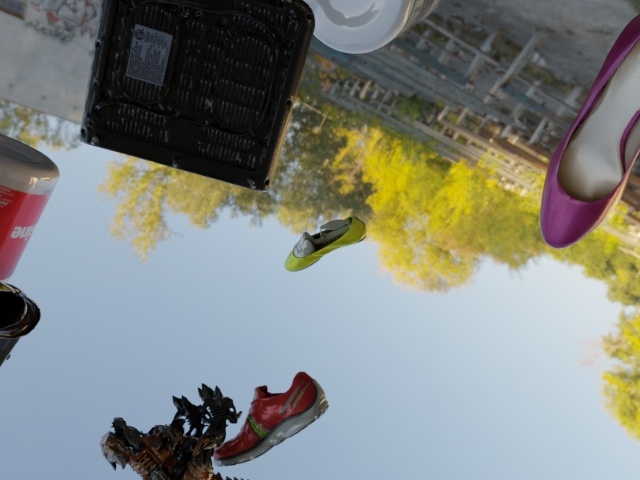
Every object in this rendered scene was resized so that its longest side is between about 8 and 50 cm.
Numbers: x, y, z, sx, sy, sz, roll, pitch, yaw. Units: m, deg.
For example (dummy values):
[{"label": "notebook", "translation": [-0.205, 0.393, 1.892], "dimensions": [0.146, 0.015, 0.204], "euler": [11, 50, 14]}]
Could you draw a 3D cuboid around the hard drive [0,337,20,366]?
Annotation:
[{"label": "hard drive", "translation": [-0.588, 0.267, 0.880], "dimensions": [0.054, 0.172, 0.255], "euler": [37, -146, -20]}]

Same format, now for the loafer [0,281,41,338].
[{"label": "loafer", "translation": [-0.455, 0.102, 0.777], "dimensions": [0.078, 0.080, 0.220], "euler": [28, 162, 9]}]

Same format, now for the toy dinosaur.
[{"label": "toy dinosaur", "translation": [-0.257, 0.412, 1.056], "dimensions": [0.322, 0.164, 0.219], "euler": [55, -143, -38]}]

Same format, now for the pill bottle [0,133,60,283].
[{"label": "pill bottle", "translation": [-0.787, -0.031, 1.252], "dimensions": [0.228, 0.408, 0.229], "euler": [29, -171, -5]}]

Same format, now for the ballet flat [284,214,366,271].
[{"label": "ballet flat", "translation": [0.000, 0.000, 1.334], "dimensions": [0.077, 0.230, 0.077], "euler": [52, -161, -44]}]

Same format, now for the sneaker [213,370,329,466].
[{"label": "sneaker", "translation": [-0.111, 0.356, 1.107], "dimensions": [0.118, 0.279, 0.107], "euler": [58, -166, 14]}]

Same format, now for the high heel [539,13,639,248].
[{"label": "high heel", "translation": [0.273, -0.094, 0.526], "dimensions": [0.082, 0.244, 0.117], "euler": [35, -154, 21]}]

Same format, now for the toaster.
[{"label": "toaster", "translation": [-0.103, -0.153, 0.476], "dimensions": [0.167, 0.186, 0.110], "euler": [14, -163, -10]}]

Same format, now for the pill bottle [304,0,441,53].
[{"label": "pill bottle", "translation": [0.115, -0.470, 0.966], "dimensions": [0.204, 0.204, 0.361], "euler": [31, -141, 6]}]
